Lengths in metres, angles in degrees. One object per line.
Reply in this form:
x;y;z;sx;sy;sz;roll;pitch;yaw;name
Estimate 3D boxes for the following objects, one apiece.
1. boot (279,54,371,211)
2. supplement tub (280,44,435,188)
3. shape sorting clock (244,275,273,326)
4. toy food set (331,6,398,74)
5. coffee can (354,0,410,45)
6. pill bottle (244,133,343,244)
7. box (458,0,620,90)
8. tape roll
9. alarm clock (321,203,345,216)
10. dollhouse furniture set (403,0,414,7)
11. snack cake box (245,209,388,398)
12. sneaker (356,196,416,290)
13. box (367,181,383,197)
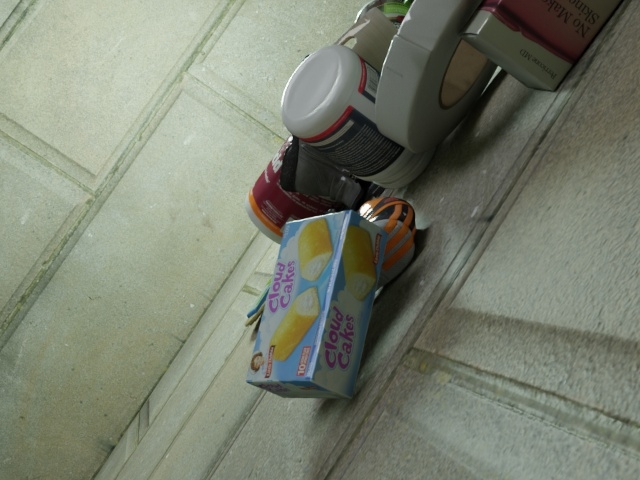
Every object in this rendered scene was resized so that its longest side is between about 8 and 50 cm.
0.039;-0.251;1.975;0.118;0.223;0.338;-28;-52;-61;boot
0.076;-0.231;1.631;0.191;0.272;0.191;-28;47;35;supplement tub
-0.135;0.147;2.255;0.206;0.040;0.206;-56;5;8;shape sorting clock
0.112;-0.312;1.787;0.220;0.306;0.092;-42;43;6;toy food set
0.186;-0.495;2.213;0.201;0.201;0.275;-50;22;32;coffee can
-0.008;-0.184;2.190;0.392;0.224;0.224;-50;10;30;pill bottle
0.339;-0.357;1.248;0.232;0.149;0.127;-55;10;8;box
0.230;-0.331;1.442;0.392;0.072;0.392;-48;-20;-24;tape roll
0.000;0.000;2.032;0.192;0.064;0.129;-58;9;6;alarm clock
0.259;-0.482;1.928;0.197;0.151;0.301;-173;105;-80;dollhouse furniture set
-0.005;0.098;1.265;0.152;0.089;0.264;-10;59;45;snack cake box
0.052;0.049;1.461;0.321;0.124;0.180;-39;11;26;sneaker
0.163;-0.180;1.915;0.116;0.029;0.162;-49;12;36;box
